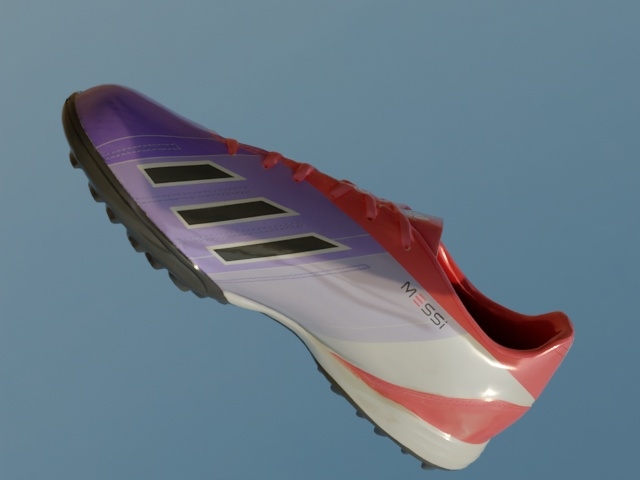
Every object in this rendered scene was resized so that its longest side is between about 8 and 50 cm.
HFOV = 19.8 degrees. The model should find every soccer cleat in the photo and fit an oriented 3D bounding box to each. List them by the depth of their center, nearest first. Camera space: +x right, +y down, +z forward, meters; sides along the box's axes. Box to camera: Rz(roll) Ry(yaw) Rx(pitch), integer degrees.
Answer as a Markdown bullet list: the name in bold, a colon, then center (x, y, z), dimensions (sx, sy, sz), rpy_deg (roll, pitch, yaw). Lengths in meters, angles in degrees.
- **soccer cleat**: center (0.000, 0.000, 1.025), dimensions (0.116, 0.318, 0.108), rpy_deg (-45, -163, 21)
